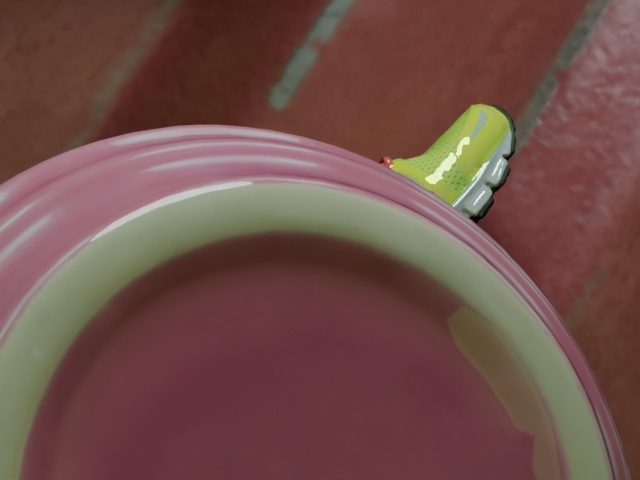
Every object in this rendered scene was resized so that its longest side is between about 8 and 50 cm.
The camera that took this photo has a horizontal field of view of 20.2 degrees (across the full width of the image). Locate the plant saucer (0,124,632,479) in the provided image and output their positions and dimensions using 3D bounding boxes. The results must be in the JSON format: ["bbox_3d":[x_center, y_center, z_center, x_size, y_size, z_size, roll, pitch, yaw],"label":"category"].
[{"bbox_3d":[-0.018,0.107,0.662,0.332,0.084,0.332,7,70,-21],"label":"plant saucer"}]

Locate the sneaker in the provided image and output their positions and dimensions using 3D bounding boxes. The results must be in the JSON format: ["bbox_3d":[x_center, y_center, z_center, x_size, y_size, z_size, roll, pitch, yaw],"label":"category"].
[{"bbox_3d":[0.000,0.000,0.808,0.208,0.081,0.094,-42,85,-10],"label":"sneaker"}]
